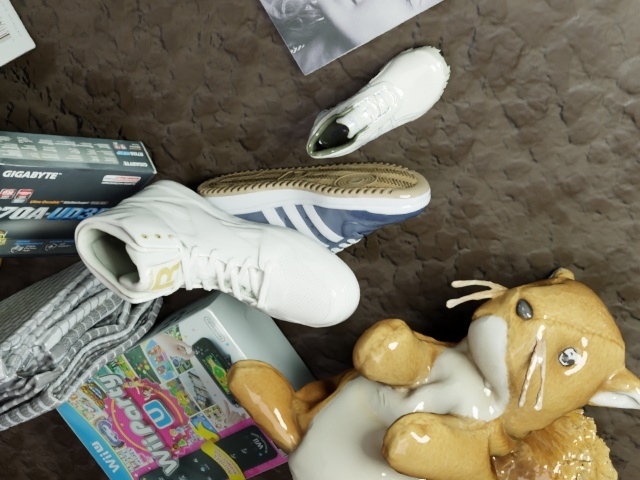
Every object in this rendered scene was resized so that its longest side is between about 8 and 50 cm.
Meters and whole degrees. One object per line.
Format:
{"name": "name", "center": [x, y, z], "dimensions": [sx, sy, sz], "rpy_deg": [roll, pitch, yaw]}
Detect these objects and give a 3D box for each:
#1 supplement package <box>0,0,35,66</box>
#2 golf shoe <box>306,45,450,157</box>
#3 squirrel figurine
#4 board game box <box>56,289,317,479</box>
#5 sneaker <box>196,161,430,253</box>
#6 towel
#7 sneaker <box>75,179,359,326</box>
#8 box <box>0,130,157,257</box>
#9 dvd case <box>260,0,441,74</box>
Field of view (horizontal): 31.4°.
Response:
{"name": "supplement package", "center": [-0.449, -0.227, 1.335], "dimensions": [0.179, 0.105, 0.105], "rpy_deg": [-18, 110, 28]}
{"name": "golf shoe", "center": [0.058, -0.135, 1.190], "dimensions": [0.176, 0.086, 0.069], "rpy_deg": [-35, 97, 30]}
{"name": "squirrel figurine", "center": [0.172, 0.199, 1.233], "dimensions": [0.370, 0.281, 0.397], "rpy_deg": [-39, 136, 9]}
{"name": "board game box", "center": [-0.165, 0.208, 1.449], "dimensions": [0.303, 0.097, 0.224], "rpy_deg": [-29, 102, 32]}
{"name": "sneaker", "center": [0.000, 0.000, 1.271], "dimensions": [0.282, 0.099, 0.153], "rpy_deg": [0, 111, 30]}
{"name": "towel", "center": [-0.345, 0.138, 1.374], "dimensions": [0.235, 0.283, 0.121], "rpy_deg": [-23, 106, 31]}
{"name": "sneaker", "center": [-0.118, 0.037, 1.195], "dimensions": [0.292, 0.169, 0.108], "rpy_deg": [22, 118, 22]}
{"name": "box", "center": [-0.326, -0.048, 1.316], "dimensions": [0.175, 0.220, 0.051], "rpy_deg": [-44, 62, 32]}
{"name": "dvd case", "center": [0.030, -0.287, 1.163], "dimensions": [0.221, 0.018, 0.164], "rpy_deg": [-24, 104, 30]}
